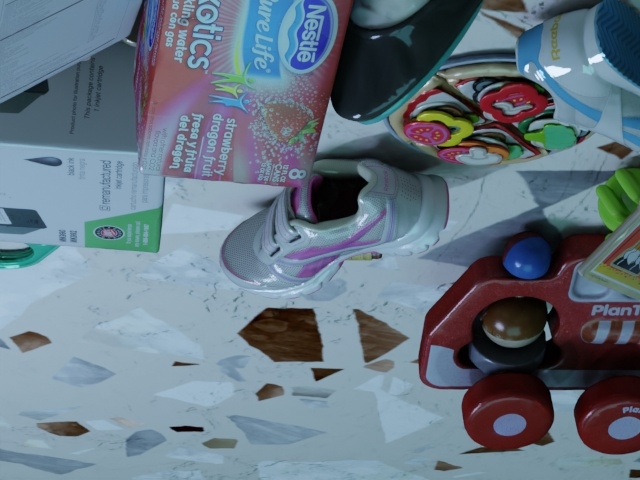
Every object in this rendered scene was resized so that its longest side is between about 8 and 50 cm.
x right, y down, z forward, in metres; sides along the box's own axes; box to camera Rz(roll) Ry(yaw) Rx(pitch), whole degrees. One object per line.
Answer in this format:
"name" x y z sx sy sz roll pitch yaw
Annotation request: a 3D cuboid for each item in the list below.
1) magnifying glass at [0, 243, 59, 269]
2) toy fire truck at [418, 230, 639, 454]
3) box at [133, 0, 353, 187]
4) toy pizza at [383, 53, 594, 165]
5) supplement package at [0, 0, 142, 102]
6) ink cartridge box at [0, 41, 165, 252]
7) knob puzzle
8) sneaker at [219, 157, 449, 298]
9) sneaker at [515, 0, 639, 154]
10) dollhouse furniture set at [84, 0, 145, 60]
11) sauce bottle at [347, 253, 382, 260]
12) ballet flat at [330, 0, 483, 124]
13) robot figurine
"magnifying glass" -0.284 -0.006 1.819 0.231 0.026 0.092 -14 153 30
"toy fire truck" 0.262 0.085 1.880 0.302 0.169 0.254 2 133 -5
"box" -0.047 -0.173 1.148 0.122 0.128 0.257 5 128 -12
"toy pizza" 0.155 -0.105 1.553 0.201 0.032 0.201 1 157 0
"supplement package" -0.193 -0.197 1.108 0.139 0.134 0.244 -30 175 -19
"ink cartridge box" -0.275 -0.089 1.496 0.289 0.121 0.211 4 157 -5
"knob puzzle" 0.361 -0.009 1.658 0.213 0.030 0.213 -19 142 -16
"sneaker" -0.006 -0.024 1.685 0.252 0.103 0.111 -22 144 31
"sneaker" 0.249 -0.122 1.456 0.092 0.087 0.228 -10 148 36
"dollhouse furniture set" -0.168 -0.157 1.327 0.144 0.123 0.151 8 156 -16
"sauce bottle" 0.000 0.000 1.802 0.128 0.042 0.042 1 157 5
"ballet flat" 0.086 -0.203 1.136 0.280 0.095 0.096 -47 128 5
"robot figurine" 0.311 -0.028 1.685 0.101 0.067 0.115 -43 141 15
